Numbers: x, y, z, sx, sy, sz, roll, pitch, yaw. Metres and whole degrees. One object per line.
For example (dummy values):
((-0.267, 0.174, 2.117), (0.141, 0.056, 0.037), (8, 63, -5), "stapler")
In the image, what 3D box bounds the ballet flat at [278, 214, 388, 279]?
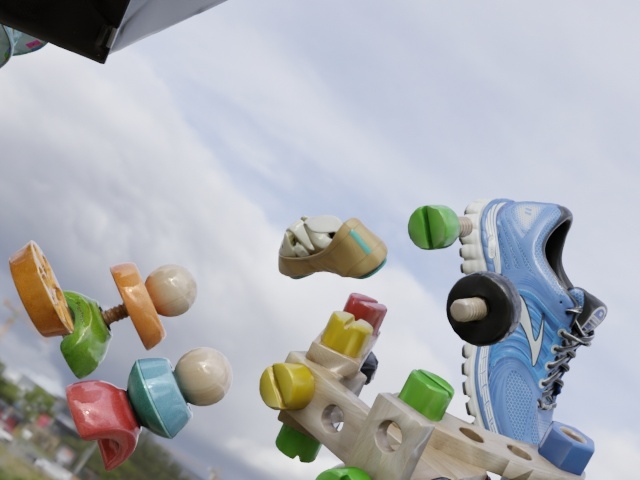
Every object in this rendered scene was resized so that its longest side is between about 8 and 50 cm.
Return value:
((0.000, 0.000, 1.189), (0.073, 0.080, 0.232), (52, -23, -17), "ballet flat")

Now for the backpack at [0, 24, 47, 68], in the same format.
((-0.387, -0.268, 1.125), (0.144, 0.188, 0.166), (-108, 180, -48), "backpack")

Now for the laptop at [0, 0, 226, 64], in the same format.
((-0.191, -0.394, 1.003), (0.408, 0.236, 0.382), (20, -42, -17), "laptop")

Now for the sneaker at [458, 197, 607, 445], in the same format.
((0.236, 0.109, 1.112), (0.147, 0.330, 0.130), (-6, -11, 23), "sneaker")

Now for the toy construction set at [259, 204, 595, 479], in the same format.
((0.014, 0.163, 0.747), (0.237, 0.309, 0.257), (-2, 54, -55), "toy construction set")

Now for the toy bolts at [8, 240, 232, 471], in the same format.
((-0.192, 0.092, 1.042), (0.218, 0.158, 0.228), (78, -13, -57), "toy bolts")
